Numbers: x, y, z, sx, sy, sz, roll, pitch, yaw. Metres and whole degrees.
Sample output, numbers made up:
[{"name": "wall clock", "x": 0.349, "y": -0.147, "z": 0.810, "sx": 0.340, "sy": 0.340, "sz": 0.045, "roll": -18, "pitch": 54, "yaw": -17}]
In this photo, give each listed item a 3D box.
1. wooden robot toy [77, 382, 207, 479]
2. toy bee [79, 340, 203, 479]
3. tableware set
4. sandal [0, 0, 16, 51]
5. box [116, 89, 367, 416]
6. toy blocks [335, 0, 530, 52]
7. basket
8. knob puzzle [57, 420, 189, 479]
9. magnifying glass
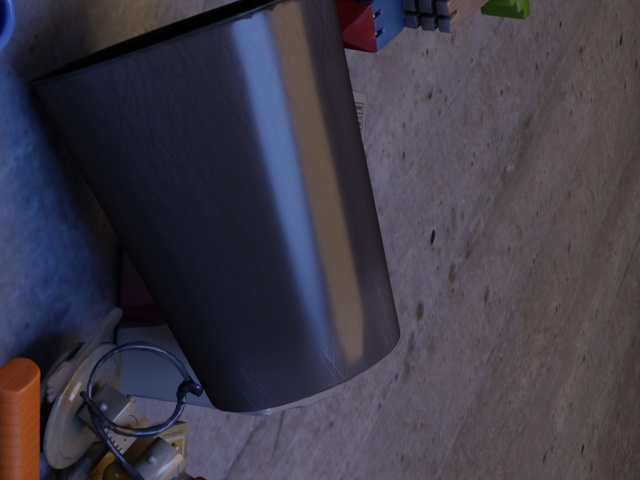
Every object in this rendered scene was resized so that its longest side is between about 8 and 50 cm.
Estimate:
[{"name": "wooden robot toy", "x": -0.122, "y": 0.167, "z": 1.008, "sx": 0.079, "sy": 0.076, "sz": 0.173, "roll": -48, "pitch": 154, "yaw": -18}, {"name": "toy bee", "x": -0.084, "y": 0.238, "z": 0.905, "sx": 0.195, "sy": 0.162, "sz": 0.298, "roll": -32, "pitch": 116, "yaw": -12}, {"name": "tableware set", "x": -0.186, "y": 0.131, "z": 0.948, "sx": 0.194, "sy": 0.039, "sz": 0.128, "roll": -52, "pitch": 157, "yaw": -44}, {"name": "sandal", "x": -0.193, "y": -0.090, "z": 0.653, "sx": 0.317, "sy": 0.138, "sz": 0.126, "roll": -131, "pitch": -140, "yaw": -82}, {"name": "box", "x": -0.055, "y": -0.002, "z": 1.119, "sx": 0.148, "sy": 0.127, "sz": 0.232, "roll": -2, "pitch": 97, "yaw": -68}, {"name": "toy blocks", "x": 0.060, "y": -0.313, "z": 1.307, "sx": 0.261, "sy": 0.190, "sz": 0.381, "roll": -44, "pitch": 136, "yaw": -41}, {"name": "basket", "x": -0.049, "y": -0.023, "z": 0.949, "sx": 0.154, "sy": 0.204, "sz": 0.227, "roll": -40, "pitch": 114, "yaw": -58}, {"name": "knob puzzle", "x": -0.136, "y": 0.236, "z": 1.108, "sx": 0.213, "sy": 0.030, "sz": 0.213, "roll": 6, "pitch": 90, "yaw": -68}, {"name": "magnifying glass", "x": -0.178, "y": 0.161, "z": 0.903, "sx": 0.092, "sy": 0.026, "sz": 0.231, "roll": -48, "pitch": 156, "yaw": -47}]
